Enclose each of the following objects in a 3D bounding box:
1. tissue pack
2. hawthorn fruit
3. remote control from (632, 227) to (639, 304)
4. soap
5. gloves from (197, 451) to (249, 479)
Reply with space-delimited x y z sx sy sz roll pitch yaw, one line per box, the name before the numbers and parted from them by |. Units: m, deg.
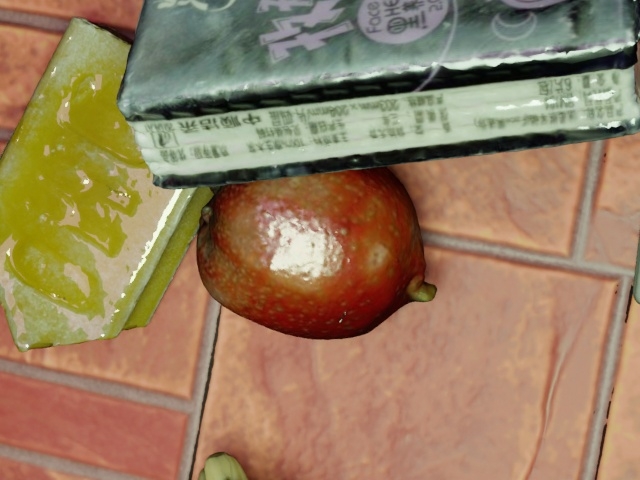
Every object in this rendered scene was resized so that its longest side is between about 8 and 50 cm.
tissue pack | 0.051 -0.169 1.117 0.361 0.259 0.122 -7 133 14
hawthorn fruit | 0.000 0.000 1.178 0.188 0.169 0.169 20 96 -10
remote control | 0.282 -0.076 1.172 0.067 0.029 0.260 7 94 13
soap | -0.180 -0.031 1.256 0.160 0.080 0.257 29 97 12
gloves | -0.044 0.337 1.190 0.203 0.155 0.356 -11 85 10
